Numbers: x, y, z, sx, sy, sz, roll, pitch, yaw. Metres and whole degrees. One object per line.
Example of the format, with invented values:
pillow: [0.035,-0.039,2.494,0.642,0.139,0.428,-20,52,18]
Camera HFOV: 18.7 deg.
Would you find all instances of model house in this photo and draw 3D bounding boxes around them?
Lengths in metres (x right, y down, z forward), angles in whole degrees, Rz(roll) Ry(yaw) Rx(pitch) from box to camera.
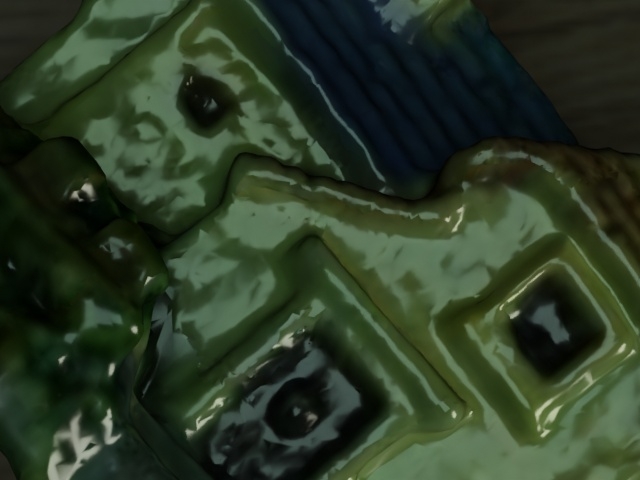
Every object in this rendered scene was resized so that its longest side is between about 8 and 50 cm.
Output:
model house: [0.000,0.000,0.523,0.189,0.195,0.214,-38,85,-4]
